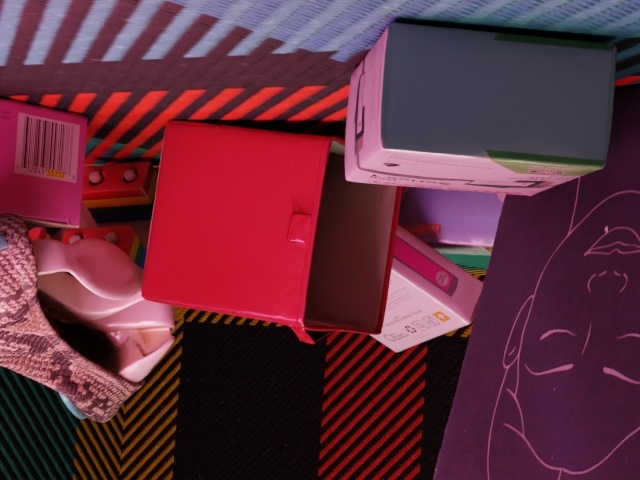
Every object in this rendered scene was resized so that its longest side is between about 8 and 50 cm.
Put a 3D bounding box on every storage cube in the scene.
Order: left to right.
[{"bbox_3d":[-0.047,-0.010,1.754,0.193,0.215,0.184,9,179,28],"label":"storage cube"}]

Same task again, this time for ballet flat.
[{"bbox_3d":[-0.252,0.081,1.779,0.182,0.164,0.483,-23,159,8],"label":"ballet flat"}]

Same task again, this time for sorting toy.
[{"bbox_3d":[-0.313,0.001,2.091,0.255,0.257,0.089,-3,141,19],"label":"sorting toy"}]

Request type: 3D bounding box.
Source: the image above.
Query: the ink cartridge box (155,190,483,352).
[{"bbox_3d":[0.000,0.000,2.017,0.371,0.069,0.176,32,153,-17],"label":"ink cartridge box"}]

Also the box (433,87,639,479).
[{"bbox_3d":[0.353,0.144,1.277,0.297,0.471,0.480,25,166,-33],"label":"box"}]

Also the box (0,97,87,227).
[{"bbox_3d":[-0.395,-0.081,1.716,0.243,0.117,0.213,-1,174,39],"label":"box"}]

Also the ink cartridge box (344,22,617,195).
[{"bbox_3d":[0.109,-0.090,1.252,0.160,0.092,0.219,5,175,-5],"label":"ink cartridge box"}]

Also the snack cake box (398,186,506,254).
[{"bbox_3d":[0.229,-0.029,2.056,0.264,0.089,0.152,3,174,15],"label":"snack cake box"}]
